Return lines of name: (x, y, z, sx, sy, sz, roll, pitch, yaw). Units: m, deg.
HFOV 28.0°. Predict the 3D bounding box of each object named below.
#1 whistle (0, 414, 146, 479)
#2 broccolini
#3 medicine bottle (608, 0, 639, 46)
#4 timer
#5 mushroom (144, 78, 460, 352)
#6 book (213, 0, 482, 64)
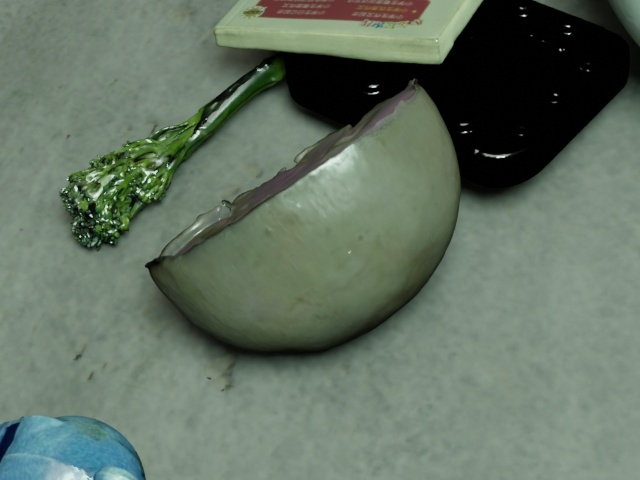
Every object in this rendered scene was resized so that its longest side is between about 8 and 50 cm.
whistle: (-0.146, 0.138, 0.692, 0.158, 0.090, 0.090, -22, 41, 46)
broccolini: (-0.073, -0.082, 0.846, 0.239, 0.051, 0.054, -41, 14, -19)
medicine bottle: (0.263, -0.262, 0.784, 0.241, 0.241, 0.302, -10, 45, 4)
timer: (0.086, -0.106, 0.824, 0.187, 0.055, 0.144, 29, 56, 31)
mushroom: (0.000, 0.000, 0.731, 0.188, 0.141, 0.117, -29, 87, 6)
book: (0.050, -0.194, 0.868, 0.162, 0.022, 0.232, 8, 44, 28)
